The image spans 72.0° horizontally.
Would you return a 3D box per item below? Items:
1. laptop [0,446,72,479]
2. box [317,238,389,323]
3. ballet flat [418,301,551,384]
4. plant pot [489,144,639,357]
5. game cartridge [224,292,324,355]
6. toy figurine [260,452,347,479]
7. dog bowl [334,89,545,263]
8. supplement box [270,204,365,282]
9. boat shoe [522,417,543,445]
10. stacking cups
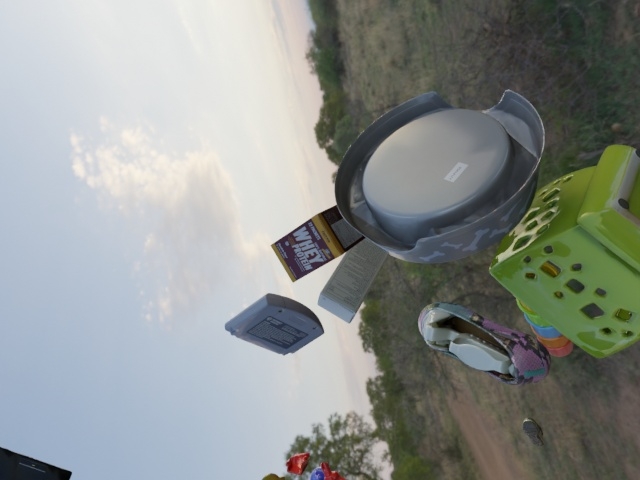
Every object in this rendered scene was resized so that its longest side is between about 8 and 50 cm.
[{"bbox_3d":[-0.761,0.642,1.002,0.136,0.234,0.265,106,-177,-73],"label":"laptop"},{"bbox_3d":[0.127,0.124,1.587,0.311,0.148,0.121,-54,-11,-27],"label":"box"},{"bbox_3d":[0.195,0.135,0.601,0.221,0.079,0.077,16,105,58],"label":"ballet flat"},{"bbox_3d":[0.443,0.007,0.676,0.228,0.227,0.207,40,147,5],"label":"plant pot"},{"bbox_3d":[-0.127,0.266,1.382,0.297,0.198,0.062,38,-161,-45],"label":"game cartridge"},{"bbox_3d":[0.011,0.500,0.684,0.217,0.191,0.363,33,-119,-77],"label":"toy figurine"},{"bbox_3d":[0.200,-0.112,0.758,0.102,0.348,0.349,50,-157,-42],"label":"dog bowl"},{"bbox_3d":[0.000,0.000,1.280,0.129,0.191,0.194,59,-147,1],"label":"supplement box"},{"bbox_3d":[0.781,0.694,1.619,0.152,0.056,0.049,60,-142,-27],"label":"boat shoe"},{"bbox_3d":[0.487,0.163,0.957,0.316,0.096,0.096,48,-155,-44],"label":"stacking cups"}]
